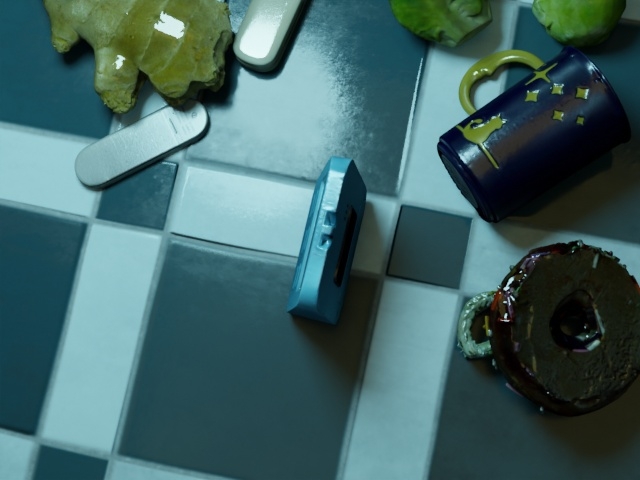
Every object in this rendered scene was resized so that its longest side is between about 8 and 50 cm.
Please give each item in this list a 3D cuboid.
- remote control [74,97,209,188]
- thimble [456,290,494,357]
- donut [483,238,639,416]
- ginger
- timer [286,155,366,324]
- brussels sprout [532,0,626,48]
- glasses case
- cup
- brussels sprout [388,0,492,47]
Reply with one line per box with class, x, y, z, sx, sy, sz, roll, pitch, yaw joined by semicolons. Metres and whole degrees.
remote control;-0.301;-0.164;1.804;0.245;0.022;0.077;-27;80;0
thimble;0.255;0.135;1.670;0.084;0.062;0.110;31;84;11
donut;0.367;0.131;1.607;0.269;0.103;0.270;2;83;-18
ginger;-0.329;-0.341;1.807;0.375;0.166;0.236;15;105;28
timer;0.000;0.000;1.626;0.091;0.250;0.232;13;81;7
brussels sprout;0.421;-0.394;1.718;0.149;0.122;0.152;-11;80;1
glasses case;-0.080;-0.381;1.805;0.083;0.050;0.196;24;83;7
cup;0.315;-0.174;1.697;0.256;0.255;0.178;-33;115;2
brussels sprout;0.193;-0.401;1.734;0.161;0.144;0.181;-24;89;-26
